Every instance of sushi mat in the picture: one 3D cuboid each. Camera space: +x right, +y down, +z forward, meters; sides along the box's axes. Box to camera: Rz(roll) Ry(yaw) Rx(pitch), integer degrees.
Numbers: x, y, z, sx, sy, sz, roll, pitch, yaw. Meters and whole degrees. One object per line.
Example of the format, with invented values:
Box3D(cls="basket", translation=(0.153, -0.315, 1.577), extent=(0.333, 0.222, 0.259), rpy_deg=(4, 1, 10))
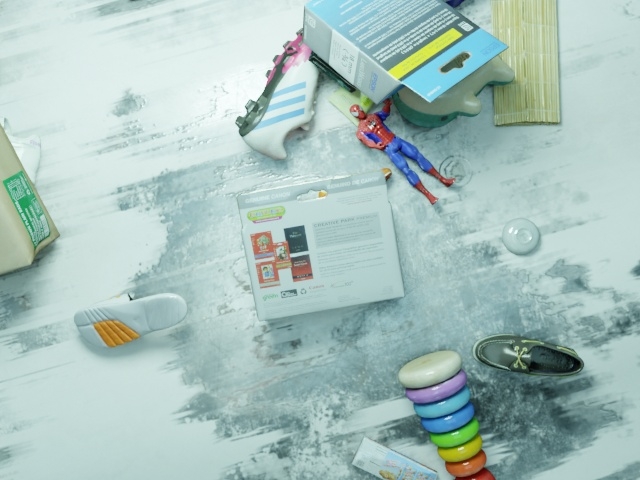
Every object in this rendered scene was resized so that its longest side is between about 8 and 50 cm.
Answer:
Box3D(cls="sushi mat", translation=(0.463, -0.415, 1.434), extent=(0.151, 0.019, 0.317), rpy_deg=(0, 86, 2))

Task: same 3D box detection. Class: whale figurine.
Box3D(cls="whale figurine", translation=(0.282, -0.337, 1.385), extent=(0.271, 0.141, 0.216), rpy_deg=(-19, 61, -18))

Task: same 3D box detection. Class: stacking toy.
Box3D(cls="stacking toy", translation=(0.279, 0.409, 1.334), extent=(0.141, 0.141, 0.331), rpy_deg=(-20, 91, 0))

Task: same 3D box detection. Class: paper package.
Box3D(cls="paper package", translation=(-0.756, -0.079, 1.290), extent=(0.309, 0.168, 0.325), rpy_deg=(-16, 111, 7))

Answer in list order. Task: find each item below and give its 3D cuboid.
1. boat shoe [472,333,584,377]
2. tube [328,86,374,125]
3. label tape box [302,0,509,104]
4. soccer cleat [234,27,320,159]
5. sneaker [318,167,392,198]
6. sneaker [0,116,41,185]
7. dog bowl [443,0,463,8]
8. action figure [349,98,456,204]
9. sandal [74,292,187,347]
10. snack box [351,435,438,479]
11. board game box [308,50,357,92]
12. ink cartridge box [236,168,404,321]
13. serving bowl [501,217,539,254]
Box3D(cls="boat shoe", translation=(0.447, 0.248, 1.365), extent=(0.227, 0.069, 0.081), rpy_deg=(6, 86, 1))
Box3D(cls="tube", translation=(0.132, -0.374, 1.420), extent=(0.240, 0.062, 0.070), rpy_deg=(-46, 48, 6))
Box3D(cls="label tape box", translation=(0.160, -0.390, 1.262), extent=(0.240, 0.106, 0.333), rpy_deg=(-37, 69, -23))
Box3D(cls="soccer cleat", translation=(-0.057, -0.328, 1.406), extent=(0.143, 0.116, 0.331), rpy_deg=(39, 76, -30))
Box3D(cls="sneaker", translation=(0.076, -0.124, 1.402), extent=(0.175, 0.064, 0.068), rpy_deg=(-25, 77, -3))
Box3D(cls="sneaker", translation=(-0.771, -0.211, 1.410), extent=(0.304, 0.114, 0.152), rpy_deg=(14, 80, -6))
Box3D(cls="dog bowl", translation=(0.242, -0.646, 1.412), extent=(0.264, 0.104, 0.265), rpy_deg=(0, 86, 2))
Box3D(cls="action figure", translation=(0.171, -0.204, 1.364), extent=(0.280, 0.139, 0.091), rpy_deg=(42, 86, 3))
Box3D(cls="sandal", translation=(-0.403, 0.162, 1.383), extent=(0.265, 0.076, 0.102), rpy_deg=(-12, 109, 11))
Box3D(cls="snack box", translation=(0.161, 0.494, 1.377), extent=(0.178, 0.022, 0.064), rpy_deg=(25, 86, 3))
Box3D(cls="board game box", translation=(0.054, -0.432, 1.384), extent=(0.126, 0.026, 0.186), rpy_deg=(31, 65, -28))
Box3D(cls="ink cartridge box", translation=(0.000, 0.000, 1.328), extent=(0.309, 0.130, 0.272), rpy_deg=(-9, 103, 0))
Box3D(cls="serving bowl", translation=(0.446, -0.010, 1.403), extent=(0.083, 0.027, 0.084), rpy_deg=(0, 87, 1))
